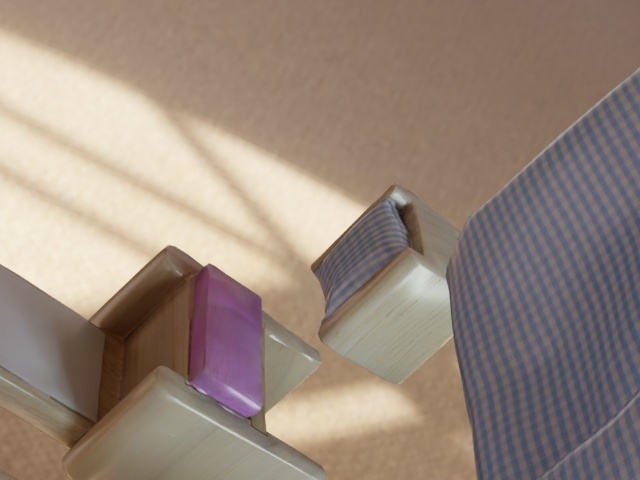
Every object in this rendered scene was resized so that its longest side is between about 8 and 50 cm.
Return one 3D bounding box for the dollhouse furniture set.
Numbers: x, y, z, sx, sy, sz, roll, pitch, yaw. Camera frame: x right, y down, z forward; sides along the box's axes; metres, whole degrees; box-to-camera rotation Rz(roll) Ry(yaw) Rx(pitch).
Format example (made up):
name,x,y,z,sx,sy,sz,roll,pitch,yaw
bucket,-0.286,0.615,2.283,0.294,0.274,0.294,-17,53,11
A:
name,x,y,z,sx,sy,sz,roll,pitch,yaw
dollhouse furniture set,0.000,0.000,0.403,0.198,0.303,0.286,36,26,-24
